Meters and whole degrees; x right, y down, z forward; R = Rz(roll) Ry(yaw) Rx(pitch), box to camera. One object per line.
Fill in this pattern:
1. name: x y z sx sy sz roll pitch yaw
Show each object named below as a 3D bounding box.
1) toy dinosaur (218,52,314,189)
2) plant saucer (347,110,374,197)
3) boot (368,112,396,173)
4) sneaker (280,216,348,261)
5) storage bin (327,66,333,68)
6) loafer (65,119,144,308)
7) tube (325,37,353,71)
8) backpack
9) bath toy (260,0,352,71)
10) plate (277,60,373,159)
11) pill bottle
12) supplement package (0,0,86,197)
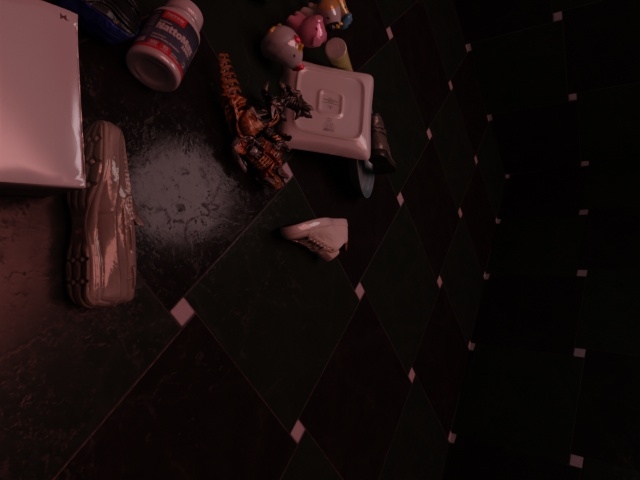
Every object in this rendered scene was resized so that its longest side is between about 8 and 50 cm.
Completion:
1. toy dinosaur: -0.146 -0.289 1.073 0.218 0.164 0.322 -44 143 -29
2. plant saucer: 0.137 -0.301 1.461 0.317 0.043 0.318 2 90 -72
3. boot: 0.208 -0.324 1.492 0.246 0.083 0.161 30 57 -72
4. sneaker: 0.000 0.000 1.249 0.290 0.106 0.123 -4 86 -55
5. storage bin: 0.023 -0.423 1.361 0.122 0.084 0.180 19 69 -51
6. loafer: -0.369 -0.043 0.768 0.111 0.112 0.320 4 90 -58
7. tube: 0.058 -0.544 1.342 0.240 0.062 0.070 -42 108 -81
8. backpack: -0.392 -0.418 0.789 0.120 0.101 0.098 25 67 -53
9. bath toy: -0.031 -0.590 1.248 0.129 0.151 0.348 44 51 -12
10. plate: 0.024 -0.383 1.257 0.277 0.045 0.278 7 77 -14
11. pill bottle: -0.308 -0.404 0.895 0.108 0.108 0.180 40 54 -43
12. supplement package: -0.466 -0.200 0.611 0.204 0.145 0.262 -3 90 -54
